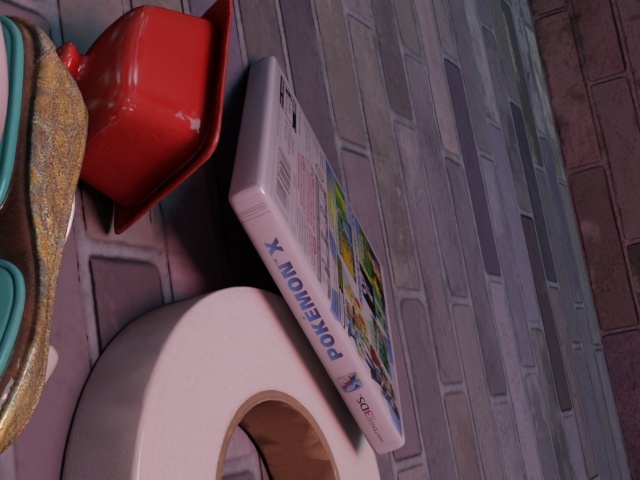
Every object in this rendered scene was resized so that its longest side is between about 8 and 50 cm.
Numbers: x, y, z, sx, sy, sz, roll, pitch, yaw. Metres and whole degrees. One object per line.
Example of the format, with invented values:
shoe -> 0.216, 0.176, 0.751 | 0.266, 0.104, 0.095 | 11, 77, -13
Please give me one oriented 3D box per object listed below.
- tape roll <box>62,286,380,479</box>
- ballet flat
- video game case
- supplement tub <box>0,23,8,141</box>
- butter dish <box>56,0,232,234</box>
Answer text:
tape roll -> -0.056, 0.231, 0.811 | 0.392, 0.072, 0.392 | 38, 45, -51
ballet flat -> -0.200, 0.024, 0.592 | 0.123, 0.123, 0.349 | 41, 42, -50
video game case -> 0.000, 0.000, 0.986 | 0.329, 0.036, 0.300 | -92, 156, -61
supplement tub -> -0.275, -0.016, 0.310 | 0.235, 0.235, 0.325 | 62, 29, -26
butter dish -> -0.149, -0.111, 0.747 | 0.118, 0.160, 0.160 | 23, 53, -31
